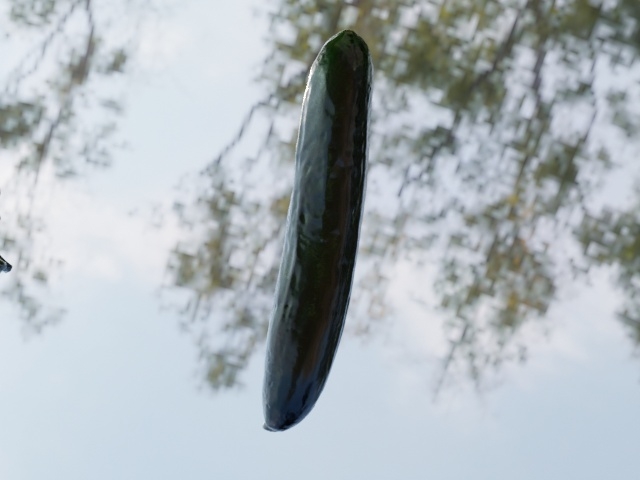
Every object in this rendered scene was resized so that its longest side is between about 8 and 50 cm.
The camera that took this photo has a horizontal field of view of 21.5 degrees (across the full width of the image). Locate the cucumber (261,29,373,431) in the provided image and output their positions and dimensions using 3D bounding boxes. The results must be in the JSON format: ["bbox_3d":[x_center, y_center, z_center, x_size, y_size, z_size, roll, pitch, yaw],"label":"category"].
[{"bbox_3d":[0.000,0.000,1.119,0.056,0.284,0.056,9,-165,-2],"label":"cucumber"}]

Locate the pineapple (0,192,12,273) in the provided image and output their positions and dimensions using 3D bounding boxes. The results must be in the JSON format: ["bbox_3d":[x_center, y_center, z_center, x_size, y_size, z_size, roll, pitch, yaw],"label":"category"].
[{"bbox_3d":[-0.469,-0.066,2.012,0.262,0.262,0.272,-19,-103,-46],"label":"pineapple"}]
